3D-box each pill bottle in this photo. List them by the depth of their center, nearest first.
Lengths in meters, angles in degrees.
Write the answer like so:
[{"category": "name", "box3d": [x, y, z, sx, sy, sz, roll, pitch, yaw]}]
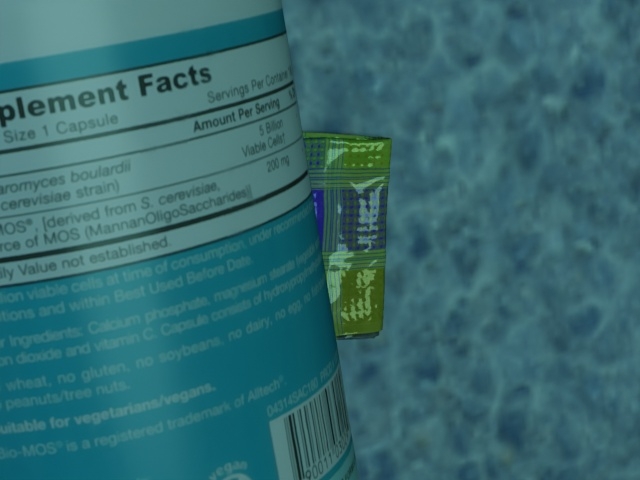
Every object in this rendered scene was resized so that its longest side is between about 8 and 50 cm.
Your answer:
[{"category": "pill bottle", "box3d": [-0.075, -0.010, 0.414, 0.146, 0.146, 0.264, -14, 102, -21]}]

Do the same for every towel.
[{"category": "towel", "box3d": [0.000, 0.000, 0.523, 0.060, 0.009, 0.083, 1, 97, -23]}]
